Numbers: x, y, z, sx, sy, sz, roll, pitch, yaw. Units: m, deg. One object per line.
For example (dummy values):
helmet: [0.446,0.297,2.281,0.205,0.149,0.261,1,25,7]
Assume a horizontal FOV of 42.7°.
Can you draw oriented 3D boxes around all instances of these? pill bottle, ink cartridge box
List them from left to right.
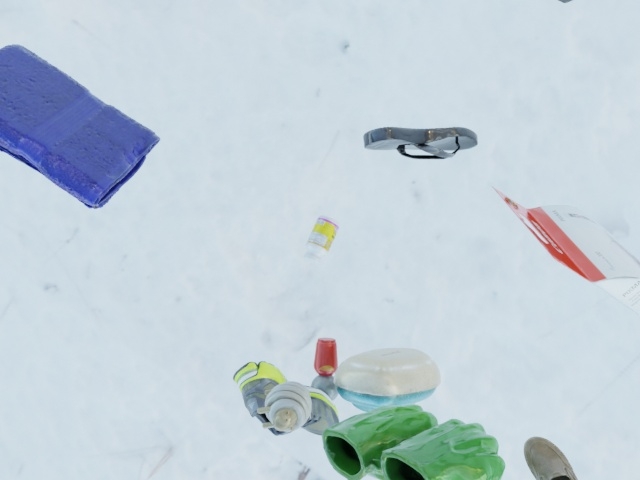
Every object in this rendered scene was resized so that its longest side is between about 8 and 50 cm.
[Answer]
pill bottle: [0.000,0.000,1.460,0.043,0.043,0.083,22,77,12]
ink cartridge box: [0.361,0.005,1.114,0.232,0.189,0.066,34,108,-33]

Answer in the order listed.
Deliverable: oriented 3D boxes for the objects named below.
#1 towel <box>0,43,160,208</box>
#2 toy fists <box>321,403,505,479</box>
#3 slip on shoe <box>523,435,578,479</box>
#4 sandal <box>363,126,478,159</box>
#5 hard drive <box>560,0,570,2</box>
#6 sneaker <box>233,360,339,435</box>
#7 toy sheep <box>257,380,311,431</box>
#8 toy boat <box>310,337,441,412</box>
towel: [-0.448,-0.189,1.366,0.308,0.227,0.076,35,126,-4]
toy fists: [0.129,0.290,1.109,0.279,0.142,0.096,-2,104,60]
slip on shoe: [0.308,0.310,1.066,0.051,0.135,0.041,-23,139,4]
sandal: [0.191,-0.179,1.568,0.097,0.255,0.054,-21,76,59]
hard drive: [0.404,-0.428,1.222,0.022,0.094,0.135,22,92,-10]
sneaker: [-0.068,0.374,1.769,0.111,0.121,0.300,-39,130,23]
toy sheep: [-0.058,0.289,1.436,0.091,0.132,0.091,3,116,7]
toy boat: [0.104,0.307,1.791,0.318,0.268,0.148,5,94,44]
